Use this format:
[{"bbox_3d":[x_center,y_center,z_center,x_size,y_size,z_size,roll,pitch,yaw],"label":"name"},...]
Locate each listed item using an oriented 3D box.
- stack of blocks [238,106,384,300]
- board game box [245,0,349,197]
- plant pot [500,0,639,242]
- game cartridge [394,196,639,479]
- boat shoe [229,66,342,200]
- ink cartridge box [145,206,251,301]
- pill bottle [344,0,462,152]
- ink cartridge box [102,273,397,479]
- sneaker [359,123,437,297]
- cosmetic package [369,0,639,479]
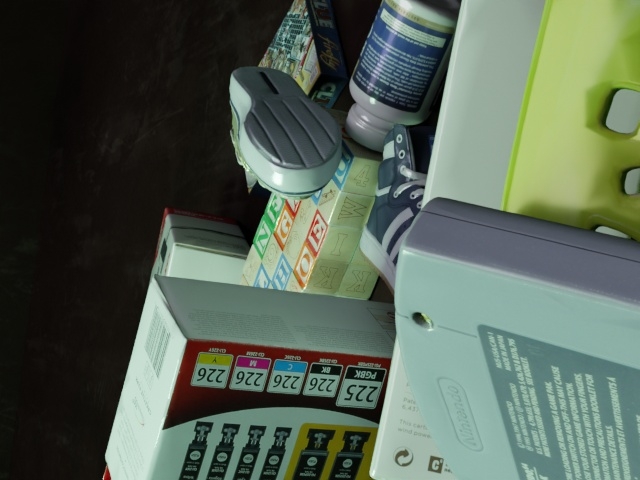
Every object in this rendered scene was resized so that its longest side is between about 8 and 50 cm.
[{"bbox_3d":[0.000,0.000,1.364,0.297,0.087,0.171,-69,28,25],"label":"stack of blocks"},{"bbox_3d":[-0.044,-0.197,1.572,0.243,0.042,0.165,-55,36,44],"label":"board game box"},{"bbox_3d":[0.258,-0.057,0.659,0.207,0.228,0.227,16,98,38],"label":"plant pot"},{"bbox_3d":[0.146,0.098,0.652,0.198,0.297,0.062,19,58,33],"label":"game cartridge"},{"bbox_3d":[-0.043,-0.106,1.293,0.302,0.109,0.094,-112,23,-62],"label":"boat shoe"},{"bbox_3d":[-0.174,0.079,1.613,0.273,0.114,0.197,-133,55,-74],"label":"ink cartridge box"},{"bbox_3d":[0.086,-0.181,1.231,0.169,0.094,0.094,-67,29,28],"label":"pill bottle"},{"bbox_3d":[-0.032,0.195,1.113,0.130,0.309,0.272,51,128,58],"label":"ink cartridge box"},{"bbox_3d":[0.119,-0.021,1.108,0.282,0.099,0.153,-137,57,-64],"label":"sneaker"},{"bbox_3d":[0.149,0.001,0.889,0.197,0.155,0.365,-22,-56,-79],"label":"cosmetic package"}]
